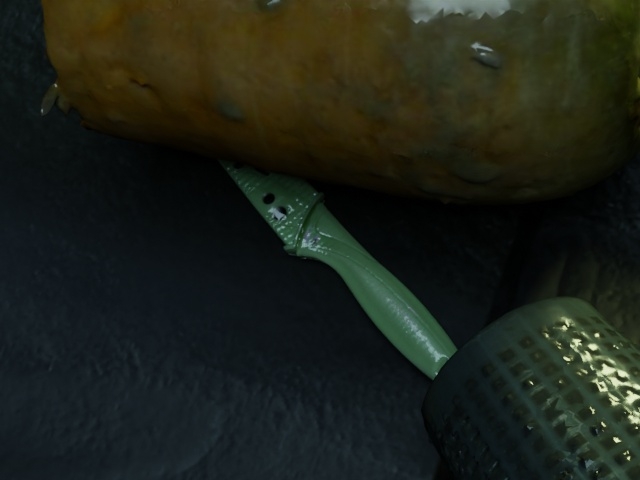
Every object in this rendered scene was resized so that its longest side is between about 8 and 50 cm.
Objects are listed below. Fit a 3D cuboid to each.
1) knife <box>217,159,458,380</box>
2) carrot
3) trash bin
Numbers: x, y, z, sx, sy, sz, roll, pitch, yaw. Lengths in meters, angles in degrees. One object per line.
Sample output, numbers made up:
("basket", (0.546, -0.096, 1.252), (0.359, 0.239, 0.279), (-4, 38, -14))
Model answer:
("knife", (0.000, -0.001, 1.092), (0.043, 0.020, 0.293), (-38, 69, -7))
("carrot", (0.028, -0.135, 1.026), (0.340, 0.224, 0.224), (5, 73, 16))
("trash bin", (0.146, 0.124, 0.962), (0.175, 0.175, 0.161), (-35, 57, -2))
